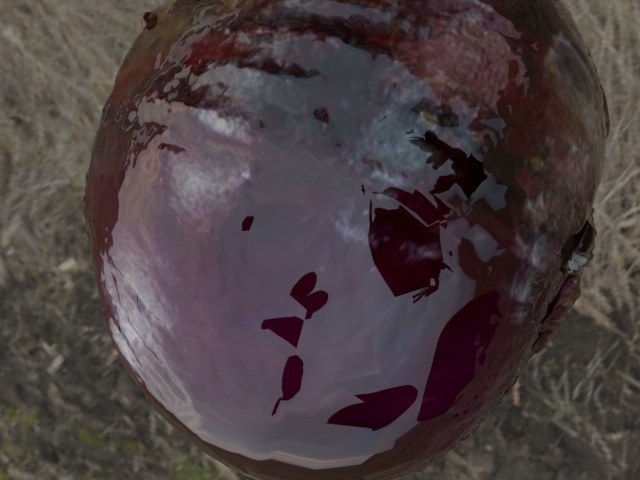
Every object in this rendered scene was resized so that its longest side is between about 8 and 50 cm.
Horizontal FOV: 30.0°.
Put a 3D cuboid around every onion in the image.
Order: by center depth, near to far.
[{"bbox_3d":[0.000,0.000,0.668,0.282,0.260,0.336,26,150,-1],"label":"onion"}]
